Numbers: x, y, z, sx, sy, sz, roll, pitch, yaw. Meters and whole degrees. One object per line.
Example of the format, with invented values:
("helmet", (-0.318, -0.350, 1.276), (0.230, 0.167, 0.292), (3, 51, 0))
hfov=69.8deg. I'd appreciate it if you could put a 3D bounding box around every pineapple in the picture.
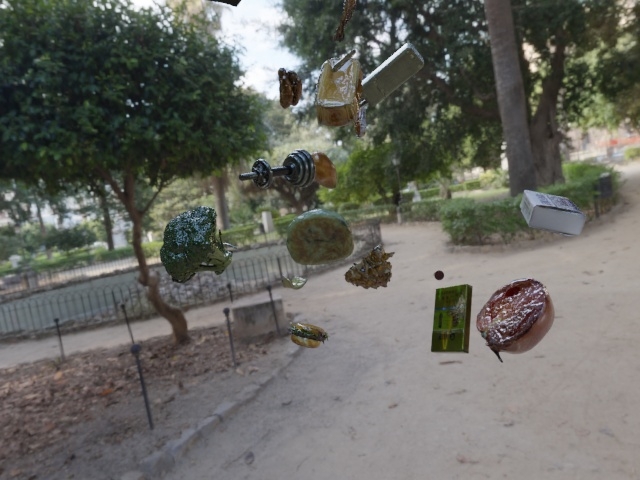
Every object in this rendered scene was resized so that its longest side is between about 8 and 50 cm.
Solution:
("pineapple", (0.204, 0.146, 1.915), (0.158, 0.161, 0.334), (-29, -10, -30))

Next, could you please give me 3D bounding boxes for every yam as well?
("yam", (0.052, -0.397, 1.013), (0.014, 0.014, 0.107), (-5, 37, 42))

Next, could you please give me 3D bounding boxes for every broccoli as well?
("broccoli", (-0.476, 0.014, 1.799), (0.303, 0.321, 0.283), (-25, -45, 39))

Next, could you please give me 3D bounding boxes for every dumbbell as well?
("dumbbell", (-0.117, -0.188, 1.256), (0.254, 0.110, 0.110), (-17, 9, -43))

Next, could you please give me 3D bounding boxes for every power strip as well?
("power strip", (0.227, -0.566, 1.627), (0.288, 0.093, 0.053), (-32, 32, 33))

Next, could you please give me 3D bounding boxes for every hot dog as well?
("hot dog", (0.180, -0.556, 2.120), (0.053, 0.192, 0.099), (3, -21, -5))

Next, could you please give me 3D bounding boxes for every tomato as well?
("tomato", (0.704, 0.282, 1.599), (0.309, 0.170, 0.309), (-50, 15, 18))

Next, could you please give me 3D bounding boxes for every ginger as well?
("ginger", (-0.118, -0.619, 1.861), (0.103, 0.162, 0.073), (-12, 16, -27))

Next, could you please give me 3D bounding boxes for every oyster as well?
("oyster", (0.063, -0.539, 1.100), (0.029, 0.086, 0.132), (18, -25, -11))

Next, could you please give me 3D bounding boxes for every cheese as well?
("cheese", (-0.085, 0.126, 1.357), (0.060, 0.042, 0.084), (11, -2, 34))

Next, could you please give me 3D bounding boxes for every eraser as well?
("eraser", (0.607, -0.079, 1.216), (0.124, 0.068, 0.210), (12, 20, 13))

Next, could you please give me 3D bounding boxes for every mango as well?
("mango", (0.006, -0.251, 1.634), (0.089, 0.115, 0.165), (-49, -25, -4))

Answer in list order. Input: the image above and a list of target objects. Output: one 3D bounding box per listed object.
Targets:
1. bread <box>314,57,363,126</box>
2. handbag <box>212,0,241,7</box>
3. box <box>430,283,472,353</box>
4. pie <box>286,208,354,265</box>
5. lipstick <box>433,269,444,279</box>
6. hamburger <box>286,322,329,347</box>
("bread", (0.061, -0.472, 1.470), (0.136, 0.241, 0.107), (0, -33, 12))
("handbag", (-0.331, -0.806, 1.368), (0.270, 0.089, 0.175), (17, -19, 13))
("box", (0.378, 0.228, 1.326), (0.030, 0.193, 0.121), (21, -23, -27))
("pie", (0.000, 0.000, 1.537), (0.240, 0.241, 0.054), (-8, 34, 10))
("lipstick", (0.323, 0.096, 1.252), (0.027, 0.027, 0.176), (-8, -7, 13))
("hamburger", (-0.052, 0.418, 2.002), (0.189, 0.093, 0.164), (14, -4, -14))
